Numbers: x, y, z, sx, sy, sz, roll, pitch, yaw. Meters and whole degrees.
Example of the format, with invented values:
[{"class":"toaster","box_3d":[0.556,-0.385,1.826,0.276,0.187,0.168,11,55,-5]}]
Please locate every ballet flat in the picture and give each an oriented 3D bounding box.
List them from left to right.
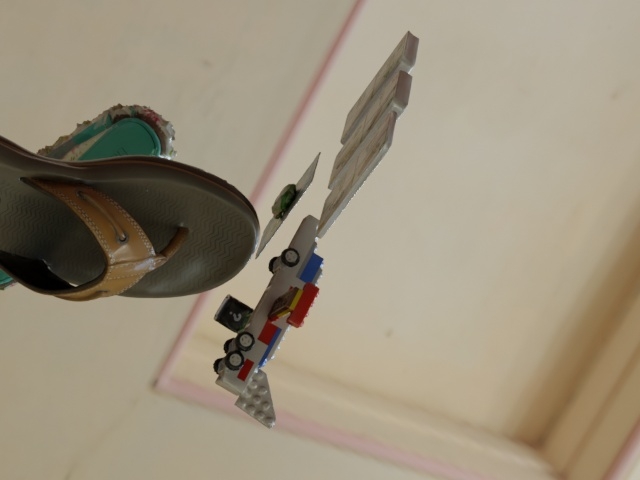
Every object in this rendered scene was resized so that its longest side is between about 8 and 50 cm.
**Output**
[{"class":"ballet flat","box_3d":[-0.216,-0.027,1.210,0.091,0.241,0.077,61,-176,-8]}]

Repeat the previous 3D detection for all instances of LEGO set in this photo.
[{"class":"LEGO set","box_3d":[0.000,0.000,0.986,0.060,0.244,0.182,32,-152,-10]}]

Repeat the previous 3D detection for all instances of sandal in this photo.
[{"class":"sandal","box_3d":[-0.133,-0.007,0.797,0.219,0.090,0.060,17,-149,-30]}]
